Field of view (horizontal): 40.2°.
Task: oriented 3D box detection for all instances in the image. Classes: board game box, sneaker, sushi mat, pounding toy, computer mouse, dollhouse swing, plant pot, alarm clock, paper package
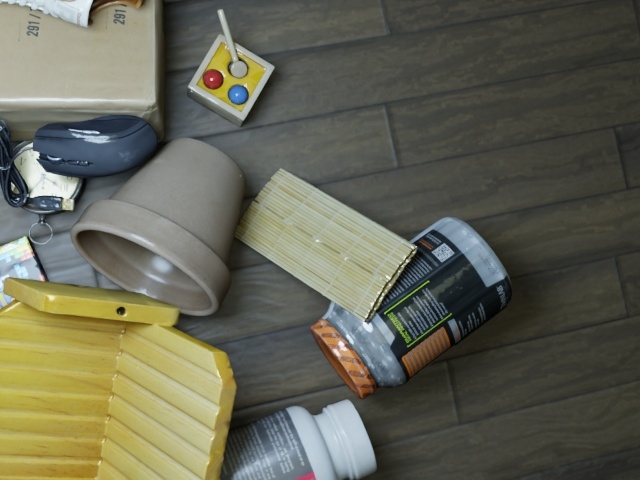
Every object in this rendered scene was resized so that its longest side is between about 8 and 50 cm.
[{"bbox_3d":[-0.537,0.089,1.449,0.170,0.048,0.141,-24,90,-10],"label":"board game box"},{"bbox_3d":[-0.399,-0.371,1.274,0.290,0.106,0.123,-11,75,-15],"label":"sneaker"},{"bbox_3d":[0.000,0.000,1.471,0.317,0.019,0.151,32,82,32],"label":"sushi mat"},{"bbox_3d":[-0.156,-0.295,1.509,0.130,0.100,0.141,30,83,-8],"label":"pounding toy"},{"bbox_3d":[-0.384,-0.106,1.365,0.262,0.184,0.060,-2,45,-8],"label":"computer mouse"},{"bbox_3d":[-0.339,0.268,1.306,0.315,0.305,0.346,10,95,-27],"label":"dollhouse swing"},{"bbox_3d":[-0.237,-0.038,1.429,0.263,0.263,0.229,28,65,-7],"label":"plant pot"},{"bbox_3d":[-0.462,-0.088,1.463,0.129,0.064,0.192,4,83,-10],"label":"alarm clock"},{"bbox_3d":[-0.406,-0.330,1.405,0.310,0.168,0.324,-1,75,-11],"label":"paper package"}]

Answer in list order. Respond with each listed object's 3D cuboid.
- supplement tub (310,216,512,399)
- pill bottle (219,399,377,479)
[{"bbox_3d":[0.151,0.118,1.496,0.316,0.193,0.193,-35,93,-10],"label":"supplement tub"},{"bbox_3d":[-0.077,0.380,1.450,0.319,0.176,0.176,-20,91,-10],"label":"pill bottle"}]
